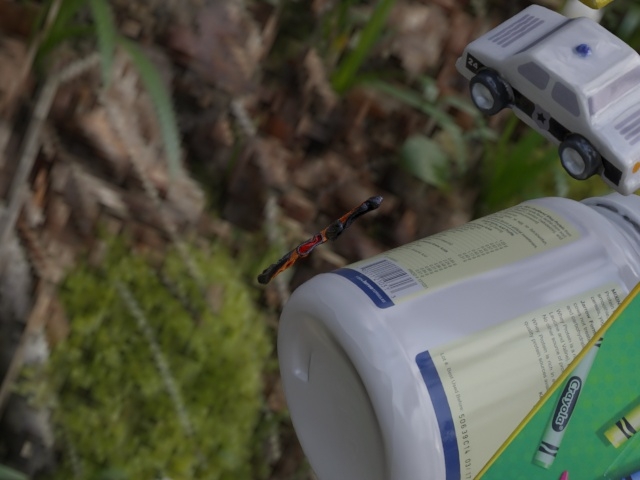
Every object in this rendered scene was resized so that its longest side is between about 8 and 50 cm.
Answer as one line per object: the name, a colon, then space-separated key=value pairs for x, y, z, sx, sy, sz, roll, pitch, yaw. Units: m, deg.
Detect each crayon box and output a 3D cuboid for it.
crayon box: x=0.178 y=0.103 z=1.152 sx=0.081 sy=0.278 sz=0.165 roll=40 pitch=-3 yaw=12

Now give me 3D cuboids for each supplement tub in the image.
supplement tub: x=0.152 y=0.099 z=1.696 sx=0.325 sy=0.235 sz=0.235 roll=-19 pitch=49 yaw=-23

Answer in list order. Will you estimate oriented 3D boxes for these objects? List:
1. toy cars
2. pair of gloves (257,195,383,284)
toy cars: x=0.193 y=-0.202 z=1.570 sx=0.177 sy=0.087 sz=0.393 roll=0 pitch=48 yaw=-2
pair of gloves: x=0.000 y=0.000 z=1.204 sx=0.083 sy=0.074 sz=0.010 roll=-35 pitch=90 yaw=-31
